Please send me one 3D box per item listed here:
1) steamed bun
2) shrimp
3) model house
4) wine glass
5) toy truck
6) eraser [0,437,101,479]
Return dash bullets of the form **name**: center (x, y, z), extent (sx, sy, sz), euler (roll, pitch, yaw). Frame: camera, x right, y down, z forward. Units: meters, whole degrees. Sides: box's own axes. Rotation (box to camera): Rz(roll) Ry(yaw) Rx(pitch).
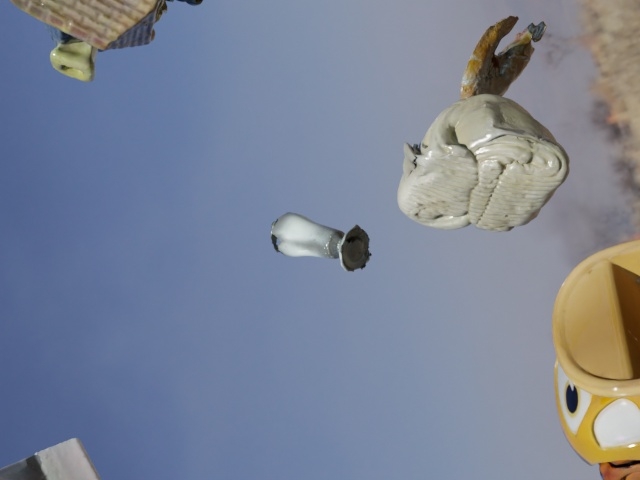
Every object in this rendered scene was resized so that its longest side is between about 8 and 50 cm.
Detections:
- **steamed bun**: center (0.215, -0.115, 1.352), extent (0.218, 0.211, 0.144), euler (101, 177, -58)
- **shrimp**: center (0.276, -0.276, 1.514), extent (0.051, 0.187, 0.132), euler (33, 160, 25)
- **model house**: center (-0.268, -0.359, 1.364), extent (0.266, 0.261, 0.321), euler (-67, 8, -15)
- **wine glass**: center (0.000, 0.000, 1.484), extent (0.072, 0.155, 0.072), euler (-12, -73, -42)
- **toy truck**: center (0.374, 0.130, 1.068), extent (0.211, 0.288, 0.204), euler (46, -146, -34)
- **eraser**: center (-0.152, 0.356, 0.802), extent (0.404, 0.096, 0.098), euler (52, 144, 26)
